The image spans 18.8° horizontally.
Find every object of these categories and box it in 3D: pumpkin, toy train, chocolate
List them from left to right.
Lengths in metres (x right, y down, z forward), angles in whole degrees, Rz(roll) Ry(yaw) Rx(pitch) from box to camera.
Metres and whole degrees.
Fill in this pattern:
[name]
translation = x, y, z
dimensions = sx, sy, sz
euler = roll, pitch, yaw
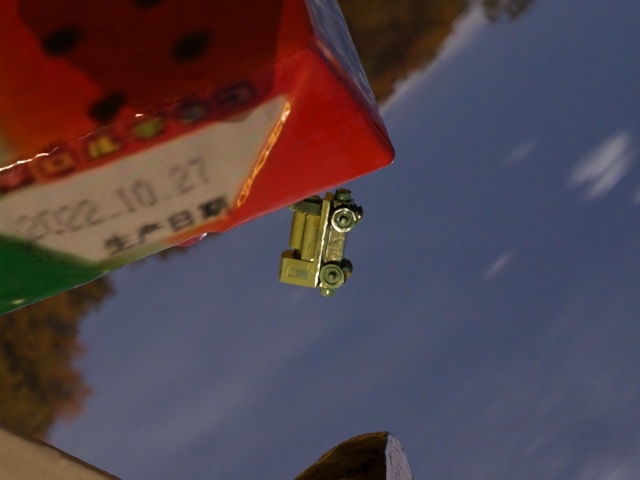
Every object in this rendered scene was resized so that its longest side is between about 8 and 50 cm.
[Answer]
[chocolate]
translation = -0.166, -0.169, 1.411
dimensions = 0.341, 0.360, 0.161
euler = -21, 152, 3
[toy train]
translation = 0.000, 0.000, 2.083
dimensions = 0.050, 0.081, 0.122
euler = -58, 157, -74
[pumpkin]
translation = 0.008, 0.287, 2.126
dimensions = 0.169, 0.148, 0.312
euler = -3, 171, 11

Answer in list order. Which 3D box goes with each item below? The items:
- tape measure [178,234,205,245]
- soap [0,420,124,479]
[tape measure]
translation = -0.175, -0.139, 2.014
dimensions = 0.260, 0.253, 0.114
euler = -56, 159, -11
[soap]
translation = -0.160, 0.115, 0.867
dimensions = 0.064, 0.183, 0.121
euler = -62, 171, -17
